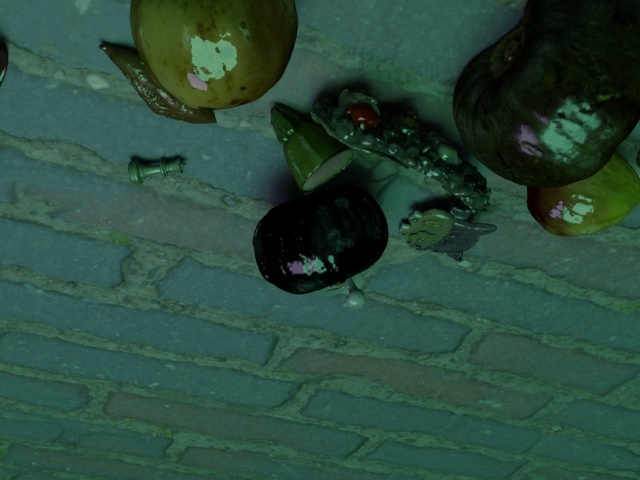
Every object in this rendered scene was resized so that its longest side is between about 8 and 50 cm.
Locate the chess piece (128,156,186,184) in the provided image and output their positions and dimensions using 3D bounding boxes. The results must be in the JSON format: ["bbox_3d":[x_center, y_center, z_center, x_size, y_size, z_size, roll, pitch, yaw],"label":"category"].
[{"bbox_3d":[-0.269,-0.119,1.335,0.093,0.042,0.042,-10,141,0],"label":"chess piece"}]

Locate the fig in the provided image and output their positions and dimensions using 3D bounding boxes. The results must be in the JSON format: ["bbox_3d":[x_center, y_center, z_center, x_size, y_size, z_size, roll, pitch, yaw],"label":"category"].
[{"bbox_3d":[0.465,-0.084,1.286,0.257,0.159,0.159,4,142,4],"label":"fig"}]

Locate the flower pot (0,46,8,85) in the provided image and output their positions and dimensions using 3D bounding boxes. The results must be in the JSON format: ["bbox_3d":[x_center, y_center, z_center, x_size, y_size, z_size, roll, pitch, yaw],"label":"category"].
[{"bbox_3d":[-0.510,-0.243,1.136,0.089,0.111,0.111,25,137,-7],"label":"flower pot"}]

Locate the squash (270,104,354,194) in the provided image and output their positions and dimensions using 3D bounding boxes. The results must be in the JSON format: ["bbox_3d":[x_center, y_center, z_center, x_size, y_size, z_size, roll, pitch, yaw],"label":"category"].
[{"bbox_3d":[-0.028,-0.153,1.255,0.105,0.132,0.105,-38,167,-10],"label":"squash"}]

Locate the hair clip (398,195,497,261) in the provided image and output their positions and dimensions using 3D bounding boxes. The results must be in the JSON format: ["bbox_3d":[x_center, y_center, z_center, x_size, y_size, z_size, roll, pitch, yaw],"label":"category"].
[{"bbox_3d":[0.226,-0.026,1.445,0.146,0.056,0.187,16,142,-10],"label":"hair clip"}]

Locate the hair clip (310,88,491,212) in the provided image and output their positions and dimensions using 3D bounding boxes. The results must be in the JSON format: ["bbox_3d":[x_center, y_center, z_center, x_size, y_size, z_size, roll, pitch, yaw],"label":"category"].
[{"bbox_3d":[0.141,-0.151,1.244,0.321,0.138,0.091,23,106,-25],"label":"hair clip"}]

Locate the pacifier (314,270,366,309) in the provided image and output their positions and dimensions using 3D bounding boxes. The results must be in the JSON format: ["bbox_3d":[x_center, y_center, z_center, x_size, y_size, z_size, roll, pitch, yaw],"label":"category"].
[{"bbox_3d":[0.055,0.078,1.529,0.126,0.117,0.150,-10,145,-32],"label":"pacifier"}]

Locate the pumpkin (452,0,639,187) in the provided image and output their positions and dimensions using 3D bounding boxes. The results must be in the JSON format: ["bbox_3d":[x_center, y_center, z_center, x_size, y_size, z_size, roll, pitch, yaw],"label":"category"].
[{"bbox_3d":[0.341,-0.182,1.116,0.242,0.232,0.325,13,143,-21],"label":"pumpkin"}]

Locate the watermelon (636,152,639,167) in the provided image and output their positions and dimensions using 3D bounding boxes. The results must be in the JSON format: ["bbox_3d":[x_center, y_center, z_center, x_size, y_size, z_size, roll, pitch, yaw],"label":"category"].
[{"bbox_3d":[0.586,-0.148,1.249,0.207,0.136,0.202,36,125,-18],"label":"watermelon"}]

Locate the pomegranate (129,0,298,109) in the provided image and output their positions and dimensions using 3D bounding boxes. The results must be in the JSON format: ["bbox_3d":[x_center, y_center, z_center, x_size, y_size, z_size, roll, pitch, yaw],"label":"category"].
[{"bbox_3d":[-0.131,-0.277,1.009,0.215,0.215,0.215,0,142,0],"label":"pomegranate"}]

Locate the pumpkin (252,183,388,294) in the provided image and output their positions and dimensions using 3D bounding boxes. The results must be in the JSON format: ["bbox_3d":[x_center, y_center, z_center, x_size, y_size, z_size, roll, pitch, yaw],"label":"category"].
[{"bbox_3d":[0.000,0.000,1.340,0.233,0.233,0.163,-20,93,23],"label":"pumpkin"}]

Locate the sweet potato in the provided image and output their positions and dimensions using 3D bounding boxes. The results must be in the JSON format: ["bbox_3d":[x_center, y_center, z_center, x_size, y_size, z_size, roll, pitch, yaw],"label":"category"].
[{"bbox_3d":[-0.237,-0.225,1.186,0.206,0.060,0.068,38,97,-26],"label":"sweet potato"}]
